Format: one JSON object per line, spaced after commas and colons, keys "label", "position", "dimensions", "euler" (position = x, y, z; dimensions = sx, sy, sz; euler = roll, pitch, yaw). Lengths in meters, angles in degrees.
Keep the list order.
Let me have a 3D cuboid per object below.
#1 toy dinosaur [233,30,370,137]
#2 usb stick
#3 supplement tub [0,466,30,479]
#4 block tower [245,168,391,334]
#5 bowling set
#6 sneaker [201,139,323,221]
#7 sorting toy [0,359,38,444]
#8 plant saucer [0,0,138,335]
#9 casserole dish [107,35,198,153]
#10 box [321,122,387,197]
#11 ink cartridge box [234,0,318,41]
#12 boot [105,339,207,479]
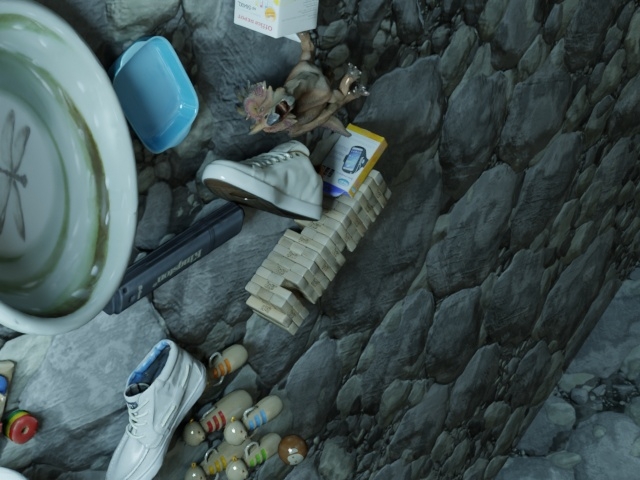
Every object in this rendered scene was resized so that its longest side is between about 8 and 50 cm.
{"label": "toy dinosaur", "position": [-0.039, -0.215, 1.687], "dimensions": [0.200, 0.127, 0.295], "euler": [-48, 161, -6]}
{"label": "usb stick", "position": [-0.225, 0.024, 1.642], "dimensions": [0.278, 0.045, 0.077], "euler": [-35, 165, -35]}
{"label": "supplement tub", "position": [-0.438, 0.491, 1.537], "dimensions": [0.207, 0.207, 0.338], "euler": [-47, 144, -24]}
{"label": "block tower", "position": [0.000, 0.000, 1.904], "dimensions": [0.335, 0.097, 0.091], "euler": [-56, 147, -13]}
{"label": "bowling set", "position": [-0.137, 0.344, 1.868], "dimensions": [0.154, 0.200, 0.287], "euler": [-31, 131, -38]}
{"label": "sneaker", "position": [-0.089, -0.113, 1.718], "dimensions": [0.290, 0.106, 0.123], "euler": [16, 82, -60]}
{"label": "sorting toy", "position": [-0.486, 0.238, 1.443], "dimensions": [0.275, 0.046, 0.132], "euler": [-1, 113, -53]}
{"label": "plant saucer", "position": [-0.364, -0.084, 1.254], "dimensions": [0.400, 0.101, 0.400], "euler": [-8, 90, -68]}
{"label": "casserole dish", "position": [-0.238, -0.206, 1.485], "dimensions": [0.114, 0.037, 0.188], "euler": [-51, 146, -19]}
{"label": "box", "position": [0.050, -0.136, 1.888], "dimensions": [0.136, 0.081, 0.028], "euler": [-57, 147, -9]}
{"label": "ink cartridge box", "position": [-0.063, -0.366, 1.563], "dimensions": [0.090, 0.092, 0.143], "euler": [-25, 130, -44]}
{"label": "boot", "position": [-0.291, 0.283, 1.717], "dimensions": [0.258, 0.095, 0.123], "euler": [-61, 142, -20]}
